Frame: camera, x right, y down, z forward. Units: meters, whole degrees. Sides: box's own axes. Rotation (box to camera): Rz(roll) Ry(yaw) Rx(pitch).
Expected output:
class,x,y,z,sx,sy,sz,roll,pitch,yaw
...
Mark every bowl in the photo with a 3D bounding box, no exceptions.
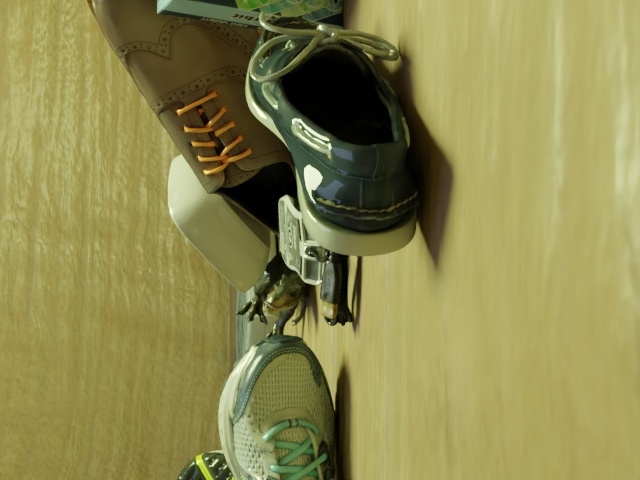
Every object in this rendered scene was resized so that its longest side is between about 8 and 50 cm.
class,x,y,z,sx,sy,sz,roll,pitch,yaw
bowl,-0.103,-0.029,1.097,0.142,0.053,0.142,49,-160,-31

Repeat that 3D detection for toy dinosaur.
class,x,y,z,sx,sy,sz,roll,pitch,yaw
toy dinosaur,-0.050,0.055,1.156,0.268,0.064,0.118,-110,36,-70

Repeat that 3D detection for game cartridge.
class,x,y,z,sx,sy,sz,roll,pitch,yaw
game cartridge,-0.096,0.128,1.511,0.294,0.060,0.196,101,170,-55

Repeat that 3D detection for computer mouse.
class,x,y,z,sx,sy,sz,roll,pitch,yaw
computer mouse,0.000,0.000,0.869,0.193,0.042,0.106,-134,40,-71

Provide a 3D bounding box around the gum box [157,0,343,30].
class,x,y,z,sx,sy,sz,roll,pitch,yaw
gum box,-0.058,-0.274,0.856,0.041,0.157,0.184,-15,73,61

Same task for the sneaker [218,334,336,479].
class,x,y,z,sx,sy,sz,roll,pitch,yaw
sneaker,-0.016,0.222,0.852,0.122,0.110,0.283,-163,69,-63

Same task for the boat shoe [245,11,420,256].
class,x,y,z,sx,sy,sz,roll,pitch,yaw
boat shoe,0.003,-0.092,0.640,0.254,0.095,0.079,-103,13,-53

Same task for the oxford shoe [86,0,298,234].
class,x,y,z,sx,sy,sz,roll,pitch,yaw
oxford shoe,-0.094,-0.130,0.952,0.363,0.130,0.132,46,-155,-52

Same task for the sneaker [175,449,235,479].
class,x,y,z,sx,sy,sz,roll,pitch,yaw
sneaker,-0.093,0.466,1.319,0.147,0.145,0.384,9,-103,-67
